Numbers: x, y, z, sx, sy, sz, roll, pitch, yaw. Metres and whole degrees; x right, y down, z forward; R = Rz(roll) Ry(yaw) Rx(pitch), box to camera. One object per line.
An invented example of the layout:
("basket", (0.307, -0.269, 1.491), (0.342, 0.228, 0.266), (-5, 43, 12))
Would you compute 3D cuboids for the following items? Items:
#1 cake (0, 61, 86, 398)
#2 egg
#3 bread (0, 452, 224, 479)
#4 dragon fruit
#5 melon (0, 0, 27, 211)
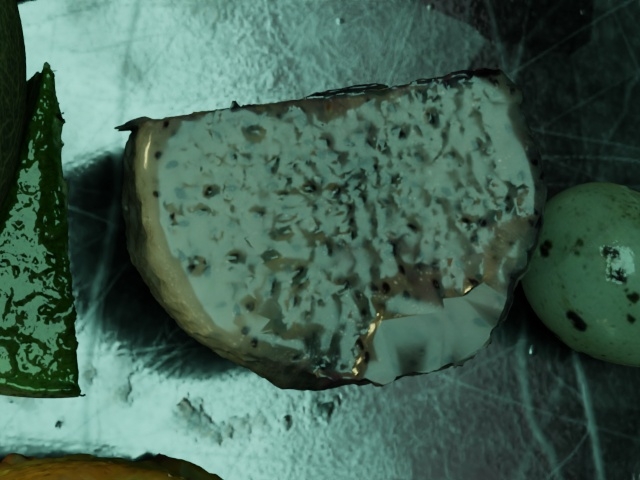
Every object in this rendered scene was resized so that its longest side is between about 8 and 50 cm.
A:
("cake", (-0.225, -0.006, 1.214), (0.099, 0.100, 0.235), (-2, 88, -19))
("egg", (0.231, 0.028, 1.355), (0.164, 0.131, 0.131), (40, 75, -26))
("bread", (-0.160, 0.318, 1.160), (0.398, 0.215, 0.398), (3, 80, -18))
("dragon fruit", (0.000, 0.000, 1.229), (0.283, 0.221, 0.204), (-8, 91, -16))
("melon", (-0.312, -0.087, 1.120), (0.237, 0.237, 0.302), (14, 82, -17))
